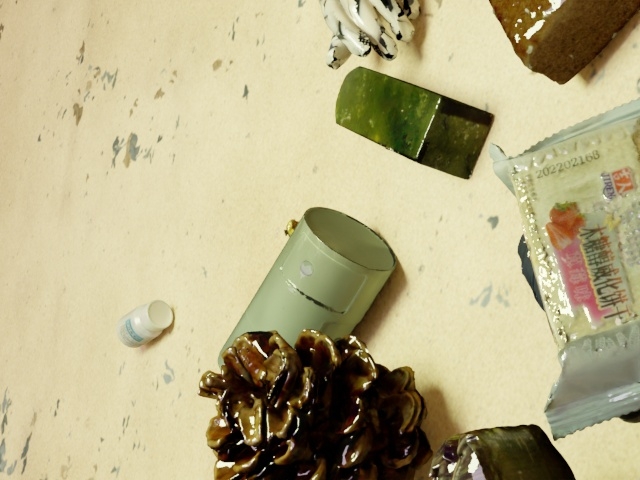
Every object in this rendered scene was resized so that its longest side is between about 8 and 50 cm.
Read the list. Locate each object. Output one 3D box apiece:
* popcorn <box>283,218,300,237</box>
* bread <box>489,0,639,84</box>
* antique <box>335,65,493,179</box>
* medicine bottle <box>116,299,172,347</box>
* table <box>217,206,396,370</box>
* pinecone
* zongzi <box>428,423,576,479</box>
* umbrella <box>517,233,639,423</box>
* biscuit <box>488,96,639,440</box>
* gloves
[{"bbox_3d":[0.000,0.000,1.838,0.084,0.084,0.084,-29,54,48],"label":"popcorn"},{"bbox_3d":[0.224,-0.365,1.599,0.165,0.113,0.416,-50,41,34],"label":"bread"},{"bbox_3d":[0.099,-0.144,1.723,0.221,0.080,0.081,34,104,58],"label":"antique"},{"bbox_3d":[-0.257,0.121,2.169,0.089,0.052,0.052,-31,52,47],"label":"medicine bottle"},{"bbox_3d":[-0.018,0.083,1.757,0.220,0.126,0.126,-59,35,22],"label":"table"},{"bbox_3d":[-0.007,0.206,1.578,0.243,0.257,0.243,-10,61,19],"label":"pinecone"},{"bbox_3d":[0.147,0.343,1.351,0.317,0.154,0.289,-48,52,49],"label":"zongzi"},{"bbox_3d":[0.248,0.078,1.413,0.071,0.071,0.248,-50,38,32],"label":"umbrella"},{"bbox_3d":[0.268,0.017,1.362,0.186,0.079,0.309,-18,53,15],"label":"biscuit"},{"bbox_3d":[0.050,-0.295,1.821,0.127,0.111,0.212,-21,28,19],"label":"gloves"}]
